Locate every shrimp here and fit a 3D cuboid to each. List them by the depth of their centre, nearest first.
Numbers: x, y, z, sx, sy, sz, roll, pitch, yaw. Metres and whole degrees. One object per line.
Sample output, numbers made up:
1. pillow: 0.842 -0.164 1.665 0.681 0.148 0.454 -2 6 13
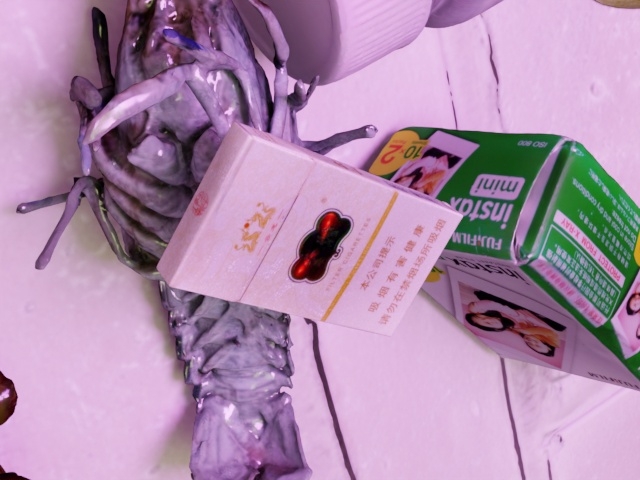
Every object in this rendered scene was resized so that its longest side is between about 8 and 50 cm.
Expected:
1. shrimp: -0.073 -0.016 0.595 0.221 0.166 0.410 -6 131 0

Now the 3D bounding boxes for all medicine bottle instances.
1. medicine bottle: 0.075 -0.221 0.615 0.273 0.165 0.165 -34 121 -21

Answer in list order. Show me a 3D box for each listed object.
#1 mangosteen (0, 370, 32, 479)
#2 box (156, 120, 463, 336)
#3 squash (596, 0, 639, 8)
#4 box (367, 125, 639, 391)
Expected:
1. mangosteen: -0.235 0.182 0.537 0.211 0.211 0.250 39 55 -35
2. box: 0.000 0.000 0.539 0.167 0.024 0.090 17 109 -42
3. squash: 0.323 -0.299 0.840 0.261 0.189 0.189 -5 112 6
4. box: 0.159 0.016 0.740 0.250 0.180 0.103 36 73 -37
